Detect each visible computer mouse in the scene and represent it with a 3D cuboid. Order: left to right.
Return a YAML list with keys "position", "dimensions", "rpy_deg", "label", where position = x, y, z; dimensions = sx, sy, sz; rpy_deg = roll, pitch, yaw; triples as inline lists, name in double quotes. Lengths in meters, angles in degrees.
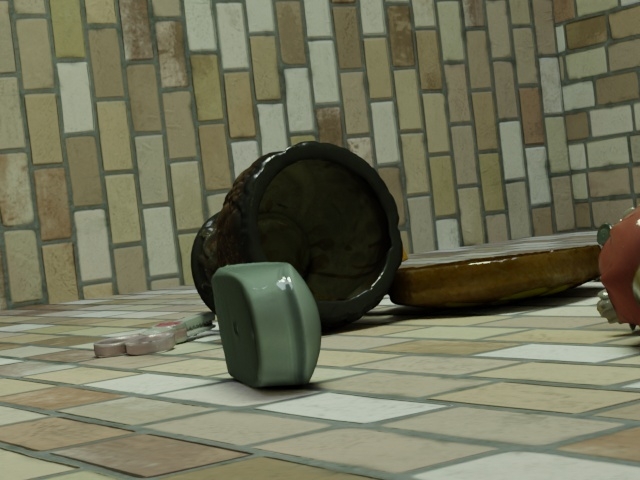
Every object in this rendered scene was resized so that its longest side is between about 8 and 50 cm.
- position: [-0.054, 0.085, 1.371]
  dimensions: [0.079, 0.128, 0.231]
  rpy_deg: [-8, 5, -18]
  label: "computer mouse"

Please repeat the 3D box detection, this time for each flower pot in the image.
- position: [-0.052, 0.014, 1.962]
  dimensions: [0.267, 0.266, 0.267]
  rpy_deg: [-7, -9, -29]
  label: "flower pot"

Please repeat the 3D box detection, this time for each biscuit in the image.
- position: [0.253, 0.062, 2.052]
  dimensions: [0.350, 0.070, 0.394]
  rpy_deg: [-8, -1, 36]
  label: "biscuit"

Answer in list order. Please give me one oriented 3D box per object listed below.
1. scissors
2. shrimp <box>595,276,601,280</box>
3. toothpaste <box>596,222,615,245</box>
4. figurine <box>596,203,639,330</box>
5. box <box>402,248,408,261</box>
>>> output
- position: [-0.220, 0.135, 1.949]
  dimensions: [0.118, 0.030, 0.242]
  rpy_deg: [-4, 4, 29]
  label: "scissors"
- position: [0.423, 0.053, 2.299]
  dimensions: [0.161, 0.049, 0.166]
  rpy_deg: [-5, 9, -5]
  label: "shrimp"
- position: [0.532, 0.019, 2.099]
  dimensions: [0.239, 0.039, 0.062]
  rpy_deg: [16, -11, -27]
  label: "toothpaste"
- position: [0.371, 0.030, 1.371]
  dimensions: [0.207, 0.166, 0.387]
  rpy_deg: [-41, -5, 13]
  label: "figurine"
- position: [0.000, 0.000, 2.143]
  dimensions: [0.076, 0.174, 0.274]
  rpy_deg: [-21, -5, -39]
  label: "box"
